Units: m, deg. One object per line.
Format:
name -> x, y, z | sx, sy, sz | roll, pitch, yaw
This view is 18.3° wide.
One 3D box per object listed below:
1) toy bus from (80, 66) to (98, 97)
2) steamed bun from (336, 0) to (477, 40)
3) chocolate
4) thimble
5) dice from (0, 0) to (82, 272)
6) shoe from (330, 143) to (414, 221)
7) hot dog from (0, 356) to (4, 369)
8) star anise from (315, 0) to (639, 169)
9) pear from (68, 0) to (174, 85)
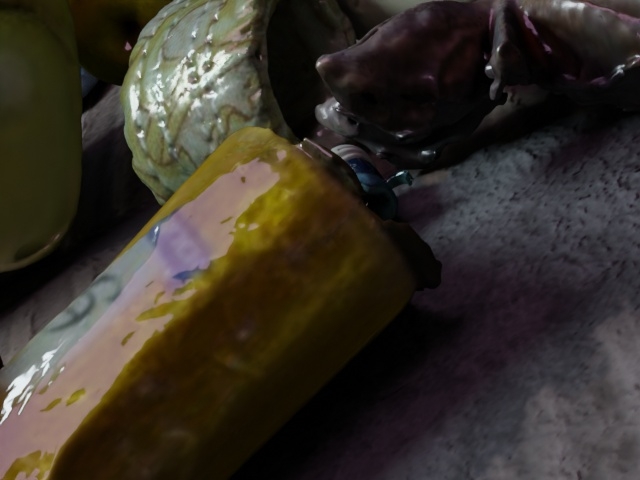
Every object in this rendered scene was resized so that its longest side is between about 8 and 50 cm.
toy bus -> -0.340, -0.202, 1.928 | 0.294, 0.197, 0.232 | -33, 16, 9
steamed bun -> 0.120, -0.323, 1.521 | 0.374, 0.241, 0.374 | -26, 31, 17
chocolate -> -0.131, 0.127, 1.177 | 0.445, 0.162, 0.162 | -46, 28, -12
thimble -> -0.057, -0.117, 1.473 | 0.143, 0.137, 0.191 | -19, 60, 41
dice -> -0.326, -0.111, 1.610 | 0.233, 0.238, 0.227 | -3, 22, -17
shoe -> 0.000, 0.000, 1.331 | 0.143, 0.064, 0.071 | -47, 41, -18
hot dog -> -0.357, 0.184, 1.216 | 0.388, 0.174, 0.267 | -57, -14, -6
star anise -> 0.115, -0.113, 1.320 | 0.257, 0.111, 0.198 | -14, 5, 8
pear -> -0.163, -0.213, 1.772 | 0.148, 0.149, 0.162 | -26, 28, 19
